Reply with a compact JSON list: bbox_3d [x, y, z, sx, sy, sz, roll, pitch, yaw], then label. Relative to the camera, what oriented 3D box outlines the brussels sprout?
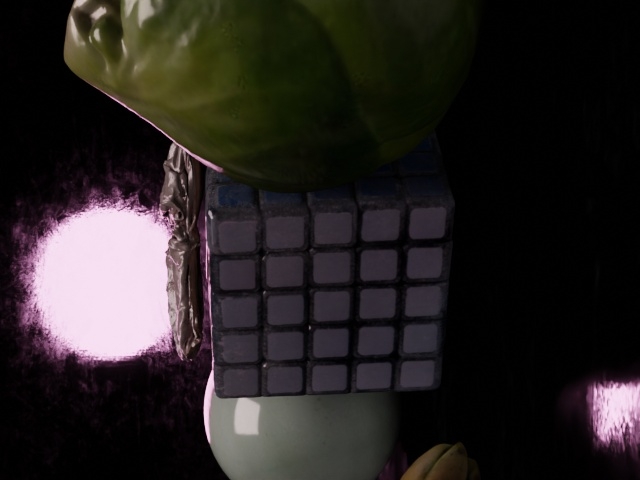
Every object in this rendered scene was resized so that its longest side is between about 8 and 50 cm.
[{"bbox_3d":[-0.037,-0.190,1.141,0.289,0.355,0.281,79,-162,-74],"label":"brussels sprout"}]

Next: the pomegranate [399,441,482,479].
[{"bbox_3d":[0.085,0.297,1.113,0.159,0.241,0.190,-13,101,48],"label":"pomegranate"}]

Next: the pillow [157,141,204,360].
[{"bbox_3d":[-0.146,0.005,1.407,0.135,0.049,0.248,176,91,-81],"label":"pillow"}]

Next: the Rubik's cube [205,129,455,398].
[{"bbox_3d":[0.000,0.000,1.339,0.237,0.237,0.238,-96,7,-56],"label":"Rubik's cube"}]

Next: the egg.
[{"bbox_3d":[-0.021,0.196,1.561,0.371,0.230,0.230,-158,68,-87],"label":"egg"}]
